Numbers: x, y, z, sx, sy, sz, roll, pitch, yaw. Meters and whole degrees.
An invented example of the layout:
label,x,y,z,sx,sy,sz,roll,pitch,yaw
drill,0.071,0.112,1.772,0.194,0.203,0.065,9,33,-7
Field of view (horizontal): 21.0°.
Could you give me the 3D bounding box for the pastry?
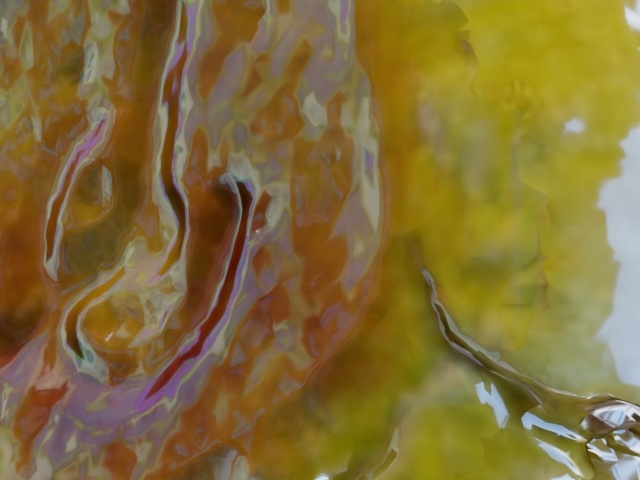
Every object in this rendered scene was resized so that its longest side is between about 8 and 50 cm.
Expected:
label,x,y,z,sx,sy,sz,roll,pitch,yaw
pastry,0.000,0.000,0.541,0.356,0.164,0.356,-7,79,39
